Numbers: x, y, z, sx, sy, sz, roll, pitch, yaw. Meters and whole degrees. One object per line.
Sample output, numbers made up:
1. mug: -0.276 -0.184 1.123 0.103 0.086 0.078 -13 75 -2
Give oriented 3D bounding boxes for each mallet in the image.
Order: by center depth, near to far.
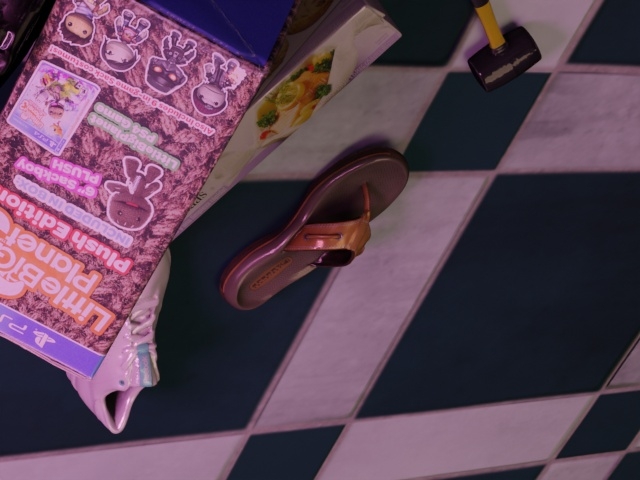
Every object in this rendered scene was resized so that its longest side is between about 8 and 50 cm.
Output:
1. mallet: 0.148 -0.205 1.588 0.062 0.039 0.190 -27 141 -6

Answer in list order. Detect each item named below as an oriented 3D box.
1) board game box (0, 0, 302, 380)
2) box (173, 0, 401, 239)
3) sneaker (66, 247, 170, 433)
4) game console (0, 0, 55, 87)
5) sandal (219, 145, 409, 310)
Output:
1. board game box: -0.138 -0.092 1.311 0.141 0.232 0.291 29 123 -6
2. box: -0.078 -0.096 1.523 0.324 0.067 0.063 -40 143 14
3. sneaker: -0.168 0.085 1.652 0.080 0.094 0.212 -8 138 -28
4. game console: -0.145 -0.254 1.213 0.044 0.213 0.361 30 99 -9
5. sandal: 0.000 0.000 1.702 0.219 0.060 0.090 -39 144 11
